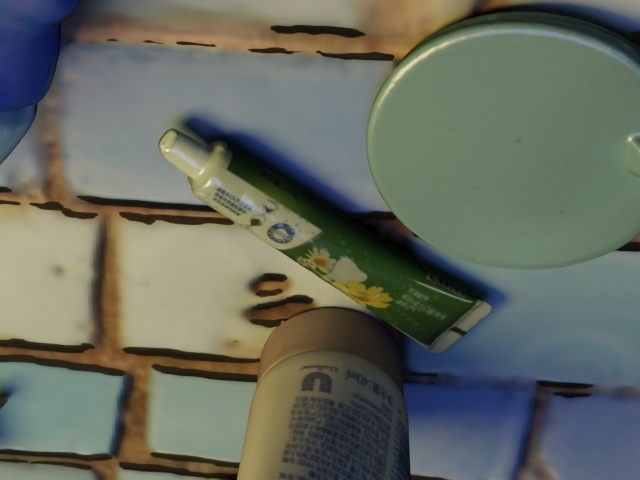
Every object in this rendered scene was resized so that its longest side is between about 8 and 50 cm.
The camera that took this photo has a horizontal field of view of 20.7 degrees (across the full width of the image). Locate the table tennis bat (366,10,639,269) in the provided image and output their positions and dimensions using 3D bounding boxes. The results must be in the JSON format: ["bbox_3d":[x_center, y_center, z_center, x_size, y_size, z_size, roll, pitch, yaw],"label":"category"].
[{"bbox_3d":[0.144,-0.046,0.877,0.244,0.040,0.153,0,127,9],"label":"table tennis bat"}]

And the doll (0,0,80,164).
[{"bbox_3d":[-0.256,-0.103,0.770,0.366,0.187,0.376,16,143,1],"label":"doll"}]

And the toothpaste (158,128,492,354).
[{"bbox_3d":[0.000,0.000,0.924,0.204,0.031,0.049,32,124,-20],"label":"toothpaste"}]

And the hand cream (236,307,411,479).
[{"bbox_3d":[0.005,0.141,0.893,0.133,0.248,0.083,37,119,-19],"label":"hand cream"}]

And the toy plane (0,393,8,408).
[{"bbox_3d":[-0.323,0.138,1.024,0.286,0.092,0.108,-5,101,10],"label":"toy plane"}]
